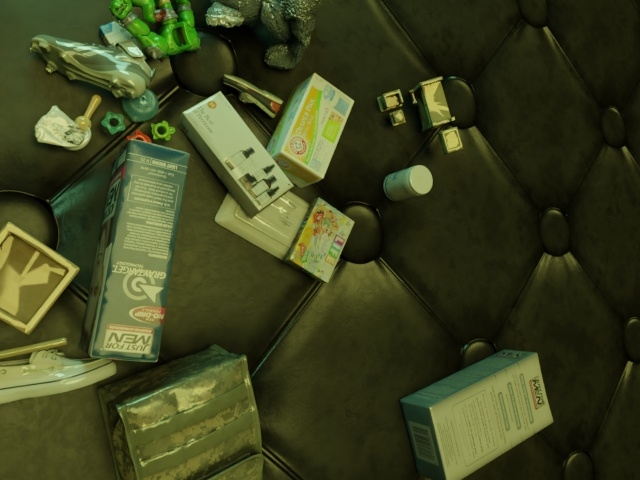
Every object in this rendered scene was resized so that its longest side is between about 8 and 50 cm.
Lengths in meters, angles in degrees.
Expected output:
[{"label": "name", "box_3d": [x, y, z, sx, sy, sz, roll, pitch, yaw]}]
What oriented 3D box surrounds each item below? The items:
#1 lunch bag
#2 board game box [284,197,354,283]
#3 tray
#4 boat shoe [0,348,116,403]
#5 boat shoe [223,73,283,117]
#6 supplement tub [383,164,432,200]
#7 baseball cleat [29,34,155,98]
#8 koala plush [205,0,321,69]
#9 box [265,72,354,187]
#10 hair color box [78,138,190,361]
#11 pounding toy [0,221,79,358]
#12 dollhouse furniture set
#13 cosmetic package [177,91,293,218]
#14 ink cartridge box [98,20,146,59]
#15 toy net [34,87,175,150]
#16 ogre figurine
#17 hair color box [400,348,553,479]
[{"label": "lunch bag", "box_3d": [-0.231, 0.363, 0.945, 0.235, 0.168, 0.287, -15, 100, -34]}, {"label": "board game box", "box_3d": [0.000, 0.000, 1.162, 0.103, 0.026, 0.154, 33, 69, -23]}, {"label": "tray", "box_3d": [-0.078, -0.039, 1.156, 0.270, 0.030, 0.145, 31, 69, -23]}, {"label": "boat shoe", "box_3d": [-0.452, 0.210, 0.879, 0.226, 0.083, 0.076, -9, 90, -30]}, {"label": "boat shoe", "box_3d": [-0.146, -0.305, 1.141, 0.136, 0.049, 0.043, 22, 113, -27]}, {"label": "supplement tub", "box_3d": [0.205, -0.134, 1.284, 0.070, 0.107, 0.071, 4, 82, -29]}, {"label": "baseball cleat", "box_3d": [-0.400, -0.326, 0.972, 0.205, 0.072, 0.110, 26, 60, -8]}, {"label": "koala plush", "box_3d": [-0.122, -0.492, 1.106, 0.221, 0.203, 0.197, 10, 79, -17]}, {"label": "box", "box_3d": [-0.028, -0.233, 1.164, 0.114, 0.103, 0.203, 29, 71, -24]}, {"label": "hair color box", "box_3d": [-0.320, 0.022, 0.926, 0.105, 0.173, 0.348, 11, 78, -28]}, {"label": "pounding toy", "box_3d": [-0.486, 0.108, 0.869, 0.181, 0.094, 0.206, 40, 71, -22]}, {"label": "dollhouse furniture set", "box_3d": [0.239, -0.287, 1.352, 0.160, 0.101, 0.182, -18, 94, -6]}, {"label": "cosmetic package", "box_3d": [-0.168, -0.170, 1.079, 0.099, 0.060, 0.239, -40, 93, -30]}, {"label": "ink cartridge box", "box_3d": [-0.374, -0.368, 1.025, 0.048, 0.028, 0.083, -35, 101, -27]}, {"label": "toy net", "box_3d": [-0.393, -0.205, 0.989, 0.232, 0.045, 0.122, -26, 99, -28]}, {"label": "ogre figurine", "box_3d": [-0.299, -0.409, 1.030, 0.118, 0.096, 0.197, 65, 16, -13]}, {"label": "hair color box", "box_3d": [0.388, 0.416, 1.320, 0.374, 0.113, 0.186, -15, 92, -30]}]
